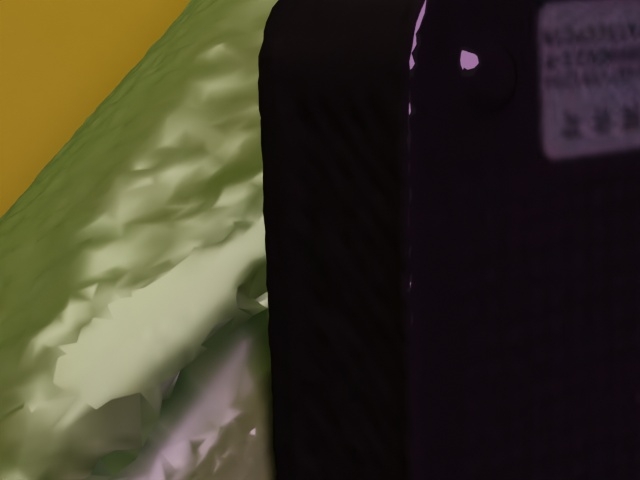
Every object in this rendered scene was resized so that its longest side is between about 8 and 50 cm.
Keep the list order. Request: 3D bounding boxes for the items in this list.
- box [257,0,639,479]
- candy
[{"bbox_3d":[0.135,0.022,0.519,0.350,0.058,0.211,-10,100,-41],"label":"box"},{"bbox_3d":[0.000,0.000,0.534,0.343,0.142,0.132,-51,121,-27],"label":"candy"}]
